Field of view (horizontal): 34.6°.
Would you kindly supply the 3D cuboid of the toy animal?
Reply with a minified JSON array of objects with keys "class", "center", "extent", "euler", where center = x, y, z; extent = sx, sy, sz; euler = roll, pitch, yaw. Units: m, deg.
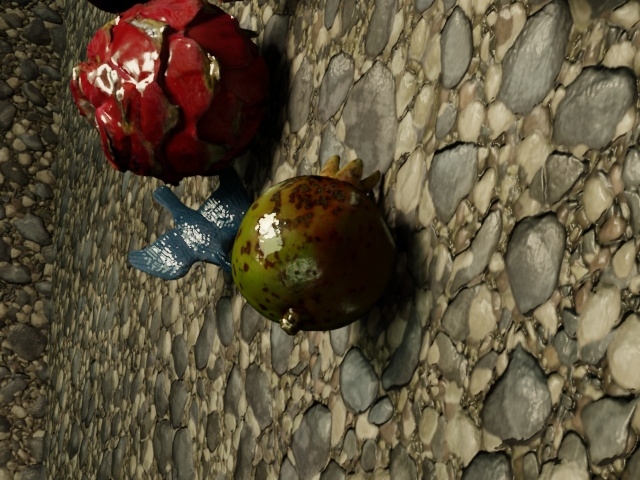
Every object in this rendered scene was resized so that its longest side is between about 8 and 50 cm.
[{"class":"toy animal","center":[-0.197,-0.014,1.717],"extent":[0.239,0.255,0.176],"euler":[-43,-11,-14]}]

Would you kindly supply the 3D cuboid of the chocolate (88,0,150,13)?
[{"class":"chocolate","center":[-0.481,-0.729,2.538],"extent":[0.210,0.225,0.340],"euler":[-126,49,-75]}]

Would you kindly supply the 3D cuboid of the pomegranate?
[{"class":"pomegranate","center":[0.010,0.006,1.242],"extent":[0.198,0.246,0.198],"euler":[24,129,34]}]

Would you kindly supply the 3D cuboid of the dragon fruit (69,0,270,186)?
[{"class":"dragon fruit","center":[-0.239,-0.242,1.680],"extent":[0.329,0.329,0.329],"euler":[-170,90,-66]}]

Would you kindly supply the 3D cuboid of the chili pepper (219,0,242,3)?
[{"class":"chili pepper","center":[-0.093,-0.544,1.652],"extent":[0.251,0.229,0.305],"euler":[-18,74,21]}]
